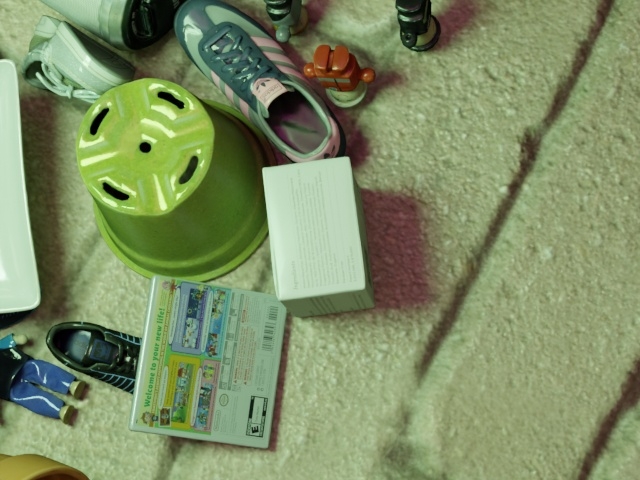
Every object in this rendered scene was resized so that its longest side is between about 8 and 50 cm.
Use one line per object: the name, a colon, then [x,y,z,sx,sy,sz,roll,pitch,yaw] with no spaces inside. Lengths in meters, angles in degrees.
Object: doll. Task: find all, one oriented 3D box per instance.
doll: [-0.432,0.197,1.766,0.189,0.046,0.129,22,82,10]

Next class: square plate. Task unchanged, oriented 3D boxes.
square plate: [-0.566,-0.057,1.717,0.347,0.049,0.344,-7,86,0]

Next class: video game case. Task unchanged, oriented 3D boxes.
video game case: [-0.151,0.166,1.715,0.193,0.023,0.213,10,79,-15]

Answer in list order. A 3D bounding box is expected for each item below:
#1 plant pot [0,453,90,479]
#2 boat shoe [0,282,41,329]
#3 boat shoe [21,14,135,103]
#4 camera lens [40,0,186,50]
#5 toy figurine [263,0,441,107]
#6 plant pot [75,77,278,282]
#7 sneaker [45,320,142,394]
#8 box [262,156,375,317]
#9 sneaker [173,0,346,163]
plant pot: [-0.458,0.394,1.628,0.203,0.291,0.291,19,82,26]
boat shoe: [-0.527,0.093,1.775,0.258,0.089,0.109,-12,78,4]
boat shoe: [-0.345,-0.237,1.731,0.118,0.320,0.103,31,91,-31]
camera lens: [-0.315,-0.417,1.782,0.274,0.219,0.219,33,84,11]
toy figurine: [0.043,-0.318,1.766,0.213,0.148,0.209,-40,72,0]
plant pot: [-0.207,-0.095,1.690,0.276,0.254,0.276,-1,79,6]
sneaker: [-0.269,0.169,1.729,0.232,0.090,0.081,14,80,9]
box: [0.000,0.000,1.684,0.119,0.181,0.182,-8,79,5]
sneaker: [-0.082,-0.226,1.739,0.319,0.131,0.112,44,92,1]
